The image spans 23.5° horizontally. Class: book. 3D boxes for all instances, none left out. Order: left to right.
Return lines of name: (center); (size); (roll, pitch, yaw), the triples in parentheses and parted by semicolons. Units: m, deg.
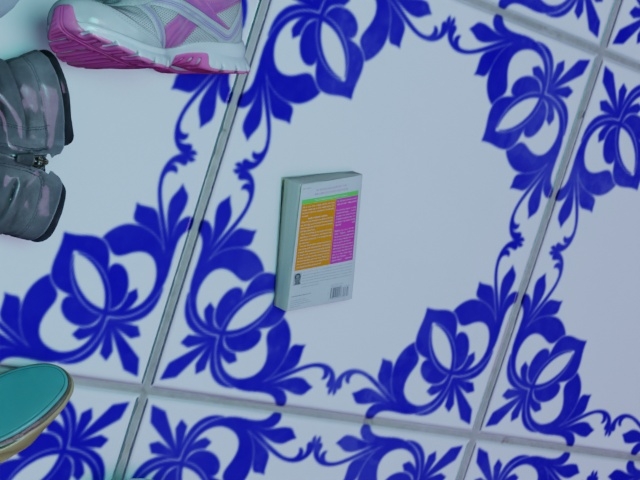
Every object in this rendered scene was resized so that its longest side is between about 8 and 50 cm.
book: (0.000, 0.000, 1.672); (0.096, 0.035, 0.144); (-8, 110, -39)

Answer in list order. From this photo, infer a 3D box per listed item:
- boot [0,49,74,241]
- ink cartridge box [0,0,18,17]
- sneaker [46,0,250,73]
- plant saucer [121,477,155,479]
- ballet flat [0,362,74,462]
boot: (-0.324, -0.154, 1.337); (0.223, 0.118, 0.338); (-12, 117, -43)
ink cartridge box: (-0.379, -0.376, 1.161); (0.308, 0.091, 0.385); (7, 65, -39)
sneaker: (-0.159, -0.213, 1.422); (0.252, 0.103, 0.111); (-6, 99, -60)
plant saucer: (-0.220, 0.334, 1.612); (0.195, 0.037, 0.195); (-14, 114, -34)
ballet flat: (-0.338, 0.196, 1.465); (0.232, 0.080, 0.073); (-30, 149, -23)
